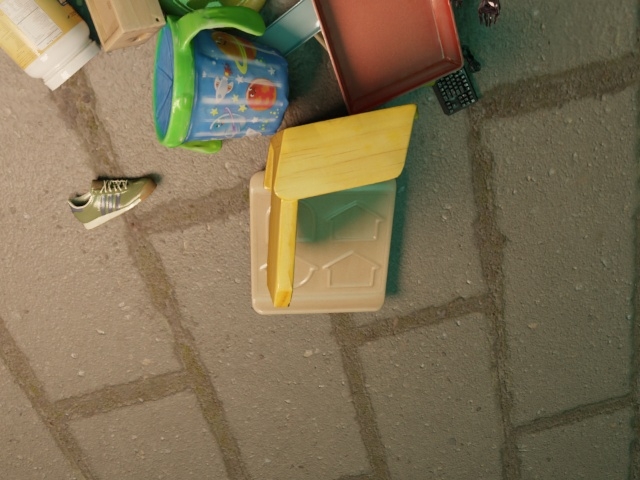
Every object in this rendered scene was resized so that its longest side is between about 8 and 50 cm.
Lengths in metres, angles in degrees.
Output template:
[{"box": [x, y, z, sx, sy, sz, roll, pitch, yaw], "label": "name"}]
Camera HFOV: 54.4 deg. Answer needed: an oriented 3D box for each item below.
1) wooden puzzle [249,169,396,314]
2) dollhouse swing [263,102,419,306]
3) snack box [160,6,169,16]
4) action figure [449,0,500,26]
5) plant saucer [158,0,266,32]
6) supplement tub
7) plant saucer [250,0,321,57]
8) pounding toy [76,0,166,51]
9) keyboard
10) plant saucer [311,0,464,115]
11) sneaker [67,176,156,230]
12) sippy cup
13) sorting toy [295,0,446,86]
[{"box": [0.000, 0.000, 1.439, 0.322, 0.080, 0.347, -1, 114, -7], "label": "wooden puzzle"}, {"box": [0.028, -0.070, 1.177, 0.315, 0.347, 0.304, -12, 98, -7], "label": "dollhouse swing"}, {"box": [-0.257, -0.485, 1.159, 0.141, 0.037, 0.100, -18, 118, 2], "label": "snack box"}, {"box": [0.320, -0.531, 1.145, 0.164, 0.141, 0.275, 27, 71, 7], "label": "action figure"}, {"box": [-0.200, -0.495, 1.120, 0.241, 0.037, 0.241, -4, 118, -8], "label": "plant saucer"}, {"box": [-0.514, -0.387, 1.121, 0.144, 0.144, 0.199, -35, 117, 12], "label": "supplement tub"}, {"box": [-0.053, -0.409, 1.199, 0.192, 0.018, 0.067, -26, 121, 34], "label": "plant saucer"}, {"box": [-0.375, -0.458, 1.121, 0.094, 0.181, 0.206, -24, 102, -31], "label": "pounding toy"}, {"box": [0.278, -0.359, 1.302, 0.108, 0.023, 0.180, -28, 119, 8], "label": "keyboard"}, {"box": [0.123, -0.401, 1.166, 0.259, 0.048, 0.258, -26, 117, -10], "label": "plant saucer"}, {"box": [-0.454, -0.098, 1.331, 0.192, 0.064, 0.086, -28, 123, 12], "label": "sneaker"}, {"box": [-0.186, -0.288, 1.172, 0.224, 0.305, 0.240, 1, 95, -24], "label": "sippy cup"}, {"box": [0.131, -0.421, 1.235, 0.229, 0.041, 0.307, -41, 113, 15], "label": "sorting toy"}]
